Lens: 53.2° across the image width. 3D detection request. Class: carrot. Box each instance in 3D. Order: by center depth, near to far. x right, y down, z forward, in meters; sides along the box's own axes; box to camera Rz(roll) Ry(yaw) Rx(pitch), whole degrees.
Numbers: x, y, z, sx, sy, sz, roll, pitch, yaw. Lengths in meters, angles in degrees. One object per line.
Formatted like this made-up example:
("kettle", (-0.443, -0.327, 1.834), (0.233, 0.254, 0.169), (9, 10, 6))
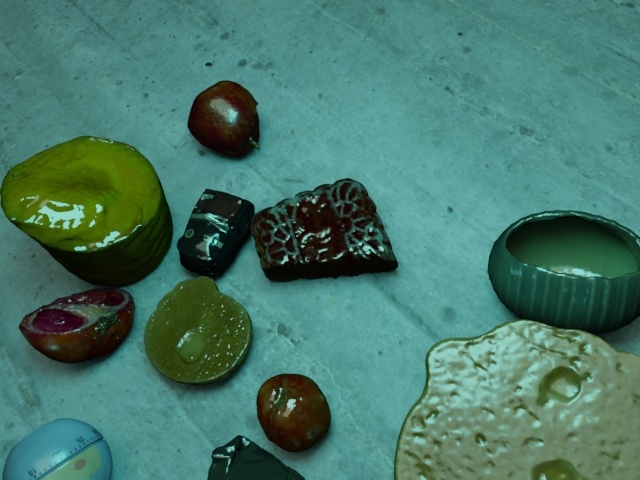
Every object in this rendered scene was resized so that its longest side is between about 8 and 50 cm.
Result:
("carrot", (-0.400, -0.055, 1.153), (0.242, 0.340, 0.241), (1, 69, -3))

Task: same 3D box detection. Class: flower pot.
("flower pot", (0.382, 0.050, 0.979), (0.243, 0.157, 0.189), (13, 58, 18))

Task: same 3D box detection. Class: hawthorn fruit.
("hawthorn fruit", (-0.044, 0.260, 0.984), (0.128, 0.128, 0.128), (-6, 59, 10))
("hawthorn fruit", (-0.182, -0.240, 1.300), (0.148, 0.148, 0.172), (-43, 67, -13))

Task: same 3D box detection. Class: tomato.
("tomato", (-0.431, 0.162, 1.150), (0.173, 0.099, 0.189), (6, 21, 33))

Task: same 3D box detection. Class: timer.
("timer", (-0.377, 0.390, 0.961), (0.175, 0.175, 0.255), (-34, 59, -8))

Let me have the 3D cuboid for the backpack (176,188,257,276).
("backpack", (-0.196, -0.018, 1.186), (0.120, 0.106, 0.165), (12, 55, 14))

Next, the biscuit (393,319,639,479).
("biscuit", (0.301, 0.297, 0.891), (0.385, 0.062, 0.365), (9, 74, 18))

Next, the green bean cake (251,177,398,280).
("green bean cake", (0.000, 0.000, 1.137), (0.233, 0.097, 0.198), (-18, 58, 2))

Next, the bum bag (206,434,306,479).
("bum bag", (-0.047, 0.410, 0.923), (0.326, 0.079, 0.142), (24, 61, 28))

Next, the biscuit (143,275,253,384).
("biscuit", (-0.211, 0.166, 1.117), (0.208, 0.049, 0.181), (32, 72, 29))
